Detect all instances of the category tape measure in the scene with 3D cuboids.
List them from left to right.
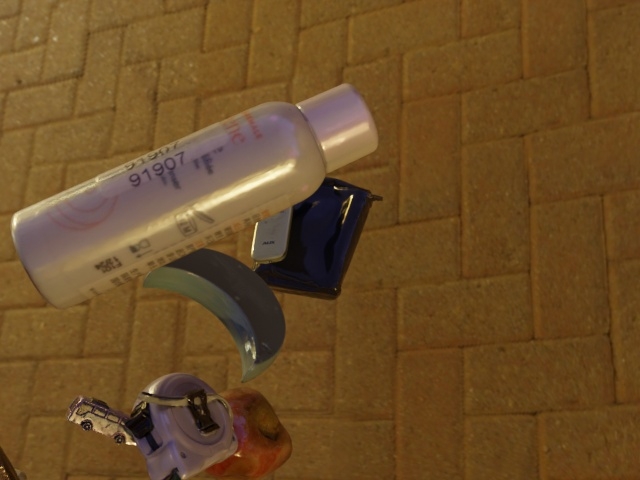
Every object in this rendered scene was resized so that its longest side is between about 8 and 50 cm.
[{"bbox_3d":[-0.227,0.305,1.288,0.105,0.196,0.178,-41,82,26],"label":"tape measure"}]

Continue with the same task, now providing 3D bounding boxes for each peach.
[{"bbox_3d":[-0.176,0.451,1.781,0.214,0.236,0.214,-49,26,34],"label":"peach"}]

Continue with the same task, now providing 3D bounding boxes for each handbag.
[{"bbox_3d":[0.000,0.001,1.909,0.275,0.178,0.301,12,74,22],"label":"handbag"}]

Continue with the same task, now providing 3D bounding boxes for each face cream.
[{"bbox_3d":[-0.085,-0.040,0.571,0.269,0.082,0.082,-26,61,-6],"label":"face cream"}]

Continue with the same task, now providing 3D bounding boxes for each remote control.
[{"bbox_3d":[-0.103,-0.073,1.833,0.090,0.038,0.309,-7,51,18],"label":"remote control"}]

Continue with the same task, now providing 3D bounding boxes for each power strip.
[{"bbox_3d":[-0.152,0.090,1.167,0.253,0.168,0.054,44,122,9],"label":"power strip"}]

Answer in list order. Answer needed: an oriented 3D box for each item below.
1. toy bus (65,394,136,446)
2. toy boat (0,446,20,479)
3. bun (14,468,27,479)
[{"bbox_3d":[-0.353,0.300,1.286,0.052,0.131,0.037,-63,23,-6],"label":"toy bus"},{"bbox_3d":[-0.378,0.211,0.762,0.089,0.321,0.121,-29,29,-10],"label":"toy boat"},{"bbox_3d":[-0.671,0.523,1.655,0.086,0.086,0.055,-41,104,4],"label":"bun"}]
